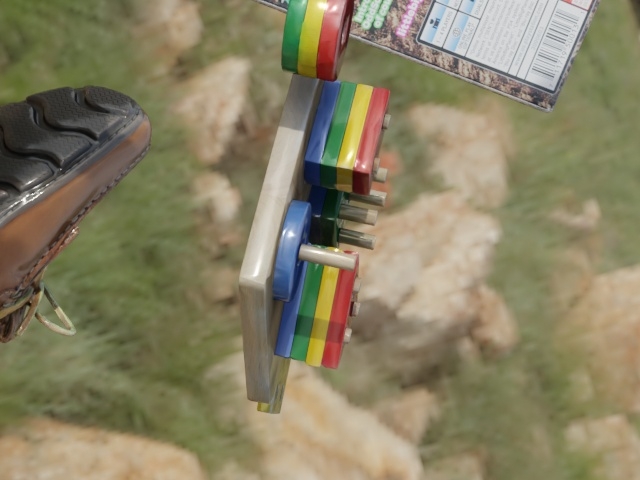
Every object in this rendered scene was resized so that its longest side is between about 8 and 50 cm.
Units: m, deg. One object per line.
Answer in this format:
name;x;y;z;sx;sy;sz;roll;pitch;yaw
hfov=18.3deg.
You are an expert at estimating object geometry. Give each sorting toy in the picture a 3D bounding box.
sorting toy;0.000;0.000;0.945;0.274;0.046;0.132;91;12;-62

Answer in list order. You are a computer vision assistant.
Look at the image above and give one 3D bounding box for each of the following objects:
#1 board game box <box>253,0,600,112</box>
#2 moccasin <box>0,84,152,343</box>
board game box;0.037;-0.240;1.173;0.291;0.232;0.141;19;10;-27
moccasin;-0.274;0.027;1.545;0.380;0.139;0.147;-50;140;-20
